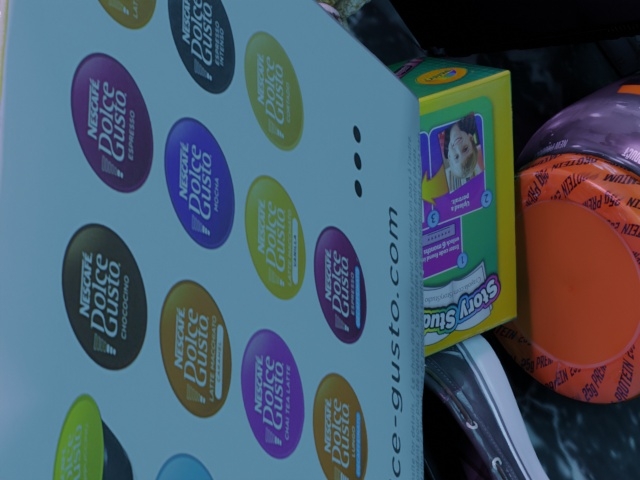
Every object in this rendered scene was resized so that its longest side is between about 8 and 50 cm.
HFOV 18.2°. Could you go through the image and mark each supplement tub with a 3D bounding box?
[{"bbox_3d":[0.268,-0.028,1.367,0.338,0.207,0.207,-29,90,-41],"label":"supplement tub"}]

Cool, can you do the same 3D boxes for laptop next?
[{"bbox_3d":[0.169,-0.200,1.328,0.264,0.234,0.137,-10,96,-39],"label":"laptop"}]

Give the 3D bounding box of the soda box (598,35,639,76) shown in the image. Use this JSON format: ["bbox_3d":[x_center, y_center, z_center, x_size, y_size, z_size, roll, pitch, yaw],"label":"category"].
[{"bbox_3d":[0.287,-0.215,1.552,0.074,0.069,0.216,54,50,-6],"label":"soda box"}]

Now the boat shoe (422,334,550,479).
[{"bbox_3d":[0.104,0.166,1.247,0.076,0.080,0.228,-15,80,-34],"label":"boat shoe"}]

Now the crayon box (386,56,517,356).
[{"bbox_3d":[0.000,0.000,1.187,0.278,0.081,0.165,-19,114,-41],"label":"crayon box"}]

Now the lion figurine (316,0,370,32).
[{"bbox_3d":[-0.125,-0.148,1.145,0.392,0.240,0.142,-4,102,-25],"label":"lion figurine"}]

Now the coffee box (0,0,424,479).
[{"bbox_3d":[-0.175,0.056,0.832,0.334,0.338,0.338,37,47,-54],"label":"coffee box"}]
